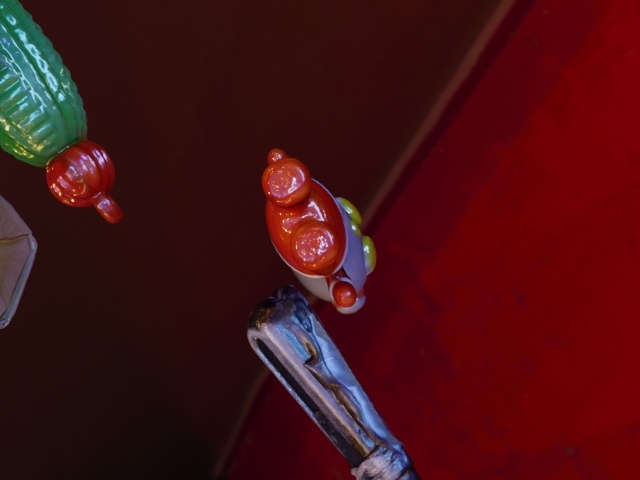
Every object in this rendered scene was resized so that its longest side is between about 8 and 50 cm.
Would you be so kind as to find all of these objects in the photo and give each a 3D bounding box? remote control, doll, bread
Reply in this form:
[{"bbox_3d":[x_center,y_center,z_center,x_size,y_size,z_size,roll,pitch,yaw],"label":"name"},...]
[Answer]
[{"bbox_3d":[0.014,0.169,1.134,0.266,0.066,0.090,55,163,7],"label":"remote control"},{"bbox_3d":[0.000,0.000,0.944,0.245,0.076,0.142,45,-159,-76],"label":"doll"},{"bbox_3d":[-0.524,0.021,1.633,0.109,0.210,0.192,-17,135,22],"label":"bread"}]

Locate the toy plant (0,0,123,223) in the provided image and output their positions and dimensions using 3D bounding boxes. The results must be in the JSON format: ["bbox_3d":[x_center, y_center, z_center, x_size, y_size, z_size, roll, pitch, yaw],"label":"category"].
[{"bbox_3d":[-0.243,-0.122,0.913,0.240,0.088,0.154,52,179,-21],"label":"toy plant"}]
